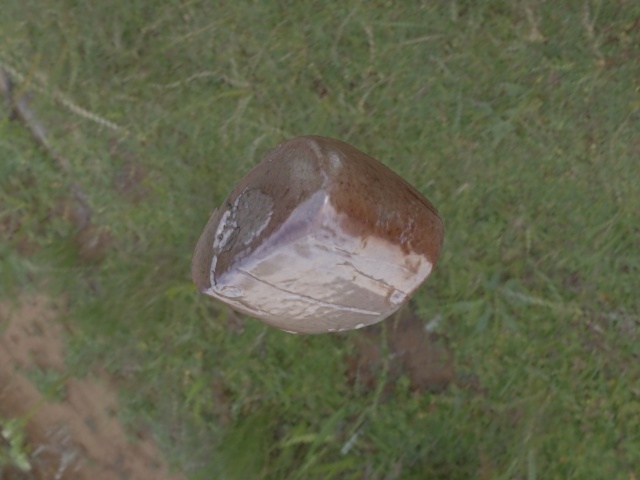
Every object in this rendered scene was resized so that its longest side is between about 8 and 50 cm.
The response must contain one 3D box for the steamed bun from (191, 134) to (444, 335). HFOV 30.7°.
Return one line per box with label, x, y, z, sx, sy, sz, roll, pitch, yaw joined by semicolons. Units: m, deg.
steamed bun;0.000;0.000;0.846;0.144;0.106;0.175;24;141;-33
